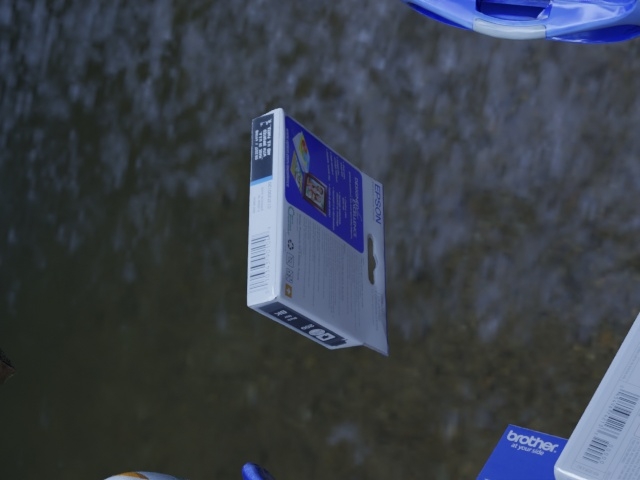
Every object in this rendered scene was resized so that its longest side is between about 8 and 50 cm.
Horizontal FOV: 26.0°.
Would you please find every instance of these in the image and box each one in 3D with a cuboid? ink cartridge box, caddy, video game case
[{"bbox_3d":[0.000,0.000,1.419,0.045,0.208,0.206,-15,62,30],"label":"ink cartridge box"},{"bbox_3d":[0.266,0.259,1.411,0.207,0.046,0.097,11,49,35],"label":"ink cartridge box"},{"bbox_3d":[0.248,-0.328,1.690,0.341,0.241,0.179,10,78,22],"label":"caddy"},{"bbox_3d":[0.316,0.123,1.035,0.206,0.026,0.227,19,58,30],"label":"video game case"}]

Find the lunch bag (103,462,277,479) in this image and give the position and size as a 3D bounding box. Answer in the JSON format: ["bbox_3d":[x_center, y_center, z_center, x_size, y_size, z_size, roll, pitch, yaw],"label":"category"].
[{"bbox_3d":[-0.022,0.248,0.683,0.115,0.303,0.243,21,85,59],"label":"lunch bag"}]

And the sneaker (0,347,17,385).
[{"bbox_3d":[-0.276,0.101,1.014,0.086,0.064,0.192,-46,12,-11],"label":"sneaker"}]
